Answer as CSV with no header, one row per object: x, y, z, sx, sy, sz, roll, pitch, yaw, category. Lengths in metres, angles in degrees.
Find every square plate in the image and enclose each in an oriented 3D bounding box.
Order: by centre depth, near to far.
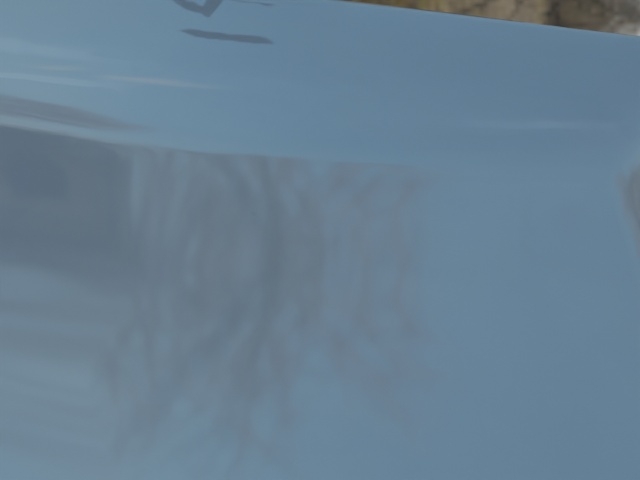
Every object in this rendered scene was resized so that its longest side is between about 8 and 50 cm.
0.007,0.037,0.417,0.344,0.347,0.049,-97,-166,-47,square plate
